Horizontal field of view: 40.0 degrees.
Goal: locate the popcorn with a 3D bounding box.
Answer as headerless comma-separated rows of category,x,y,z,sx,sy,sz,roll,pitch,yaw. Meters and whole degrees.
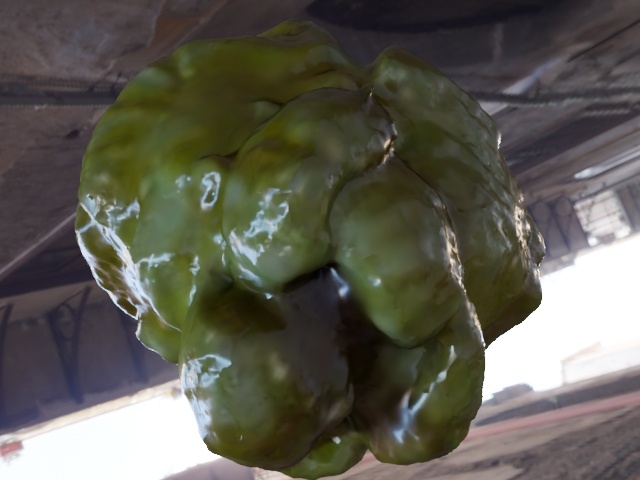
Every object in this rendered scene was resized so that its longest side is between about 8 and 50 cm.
popcorn,0.002,0.006,0.494,0.276,0.276,0.225,-38,-46,-48
